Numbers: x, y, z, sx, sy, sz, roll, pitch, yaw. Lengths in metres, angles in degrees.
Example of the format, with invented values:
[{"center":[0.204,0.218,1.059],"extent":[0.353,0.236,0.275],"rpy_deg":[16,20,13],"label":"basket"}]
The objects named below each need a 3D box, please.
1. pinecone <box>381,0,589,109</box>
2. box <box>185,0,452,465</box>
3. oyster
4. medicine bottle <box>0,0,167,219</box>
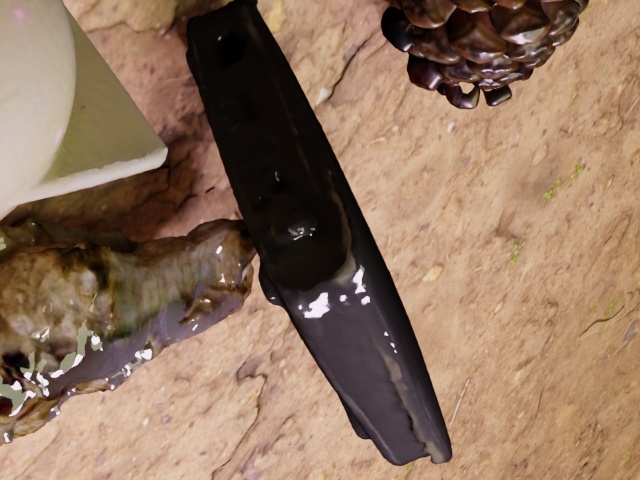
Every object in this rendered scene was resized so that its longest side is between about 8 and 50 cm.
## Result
[{"center":[0.156,-0.258,1.293],"extent":[0.224,0.224,0.272],"rpy_deg":[-50,169,-19],"label":"pinecone"},{"center":[0.000,0.000,1.162],"extent":[0.091,0.359,0.350],"rpy_deg":[-23,141,3],"label":"box"},{"center":[-0.195,0.069,1.114],"extent":[0.337,0.133,0.197],"rpy_deg":[-21,137,-40],"label":"oyster"},{"center":[-0.294,-0.094,0.761],"extent":[0.406,0.236,0.235],"rpy_deg":[-18,127,-47],"label":"medicine bottle"}]
